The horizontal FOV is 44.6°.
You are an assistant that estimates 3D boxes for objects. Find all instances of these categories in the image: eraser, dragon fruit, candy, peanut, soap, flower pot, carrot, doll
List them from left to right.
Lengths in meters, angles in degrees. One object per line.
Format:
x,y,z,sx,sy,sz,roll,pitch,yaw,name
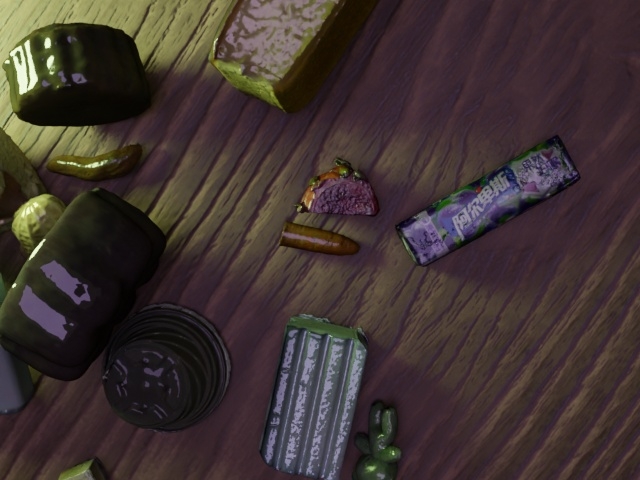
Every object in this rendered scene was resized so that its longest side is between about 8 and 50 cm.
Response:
-0.605,0.165,1.319,0.189,0.104,0.290,9,129,8,eraser
-0.471,-0.012,1.314,0.093,0.194,0.083,3,62,-23,peanut
-0.282,0.233,1.344,0.236,0.140,0.235,0,93,8,flower pot
-0.011,0.267,1.346,0.150,0.094,0.261,13,94,0,soap
0.000,0.000,1.344,0.139,0.048,0.048,11,95,3,carrot
0.030,-0.090,1.311,0.147,0.102,0.096,1,101,-4,dragon fruit
0.108,0.357,1.346,0.115,0.078,0.150,7,90,50,doll
0.279,-0.062,1.303,0.312,0.061,0.088,-29,88,7,candy

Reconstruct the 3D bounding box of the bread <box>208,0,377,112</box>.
-0.019,-0.356,1.183,0.143,0.333,0.323,33,93,0,bread

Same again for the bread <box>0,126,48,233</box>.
-0.618,-0.101,1.332,0.224,0.183,0.211,-21,91,5,bread

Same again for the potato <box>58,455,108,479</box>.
-0.416,0.465,1.414,0.086,0.061,0.122,-26,92,5,potato

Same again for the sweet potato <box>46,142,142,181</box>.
-0.400,-0.130,1.375,0.182,0.053,0.054,-6,132,9,sweet potato

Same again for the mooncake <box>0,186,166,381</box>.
-0.383,0.074,1.275,0.154,0.306,0.306,33,97,-3,mooncake

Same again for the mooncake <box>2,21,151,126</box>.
-0.399,-0.268,1.283,0.228,0.228,0.124,-12,85,7,mooncake
